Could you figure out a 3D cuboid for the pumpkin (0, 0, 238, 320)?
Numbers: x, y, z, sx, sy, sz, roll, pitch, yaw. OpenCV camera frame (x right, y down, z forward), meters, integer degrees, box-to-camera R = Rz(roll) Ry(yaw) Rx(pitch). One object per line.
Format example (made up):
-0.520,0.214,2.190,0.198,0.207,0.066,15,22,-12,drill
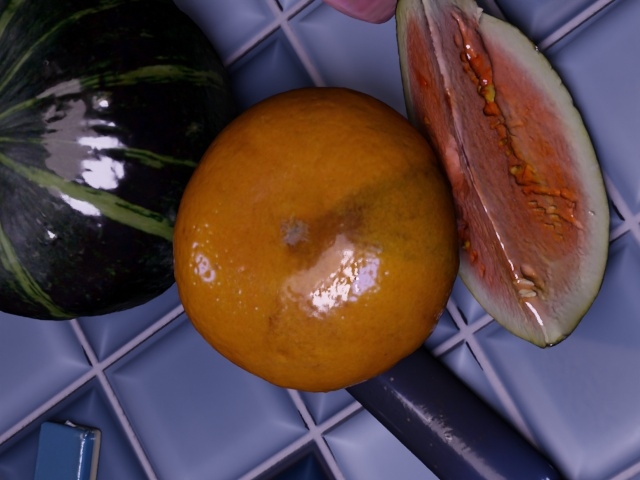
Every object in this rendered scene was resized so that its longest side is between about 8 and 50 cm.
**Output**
-0.229,-0.087,1.330,0.323,0.241,0.323,-1,86,22,pumpkin

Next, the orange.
0.000,0.000,1.200,0.240,0.171,0.240,-5,75,22,orange

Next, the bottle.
0.119,0.164,1.238,0.244,0.072,0.082,43,146,21,bottle

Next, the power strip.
-0.241,0.230,1.432,0.056,0.032,0.123,7,89,25,power strip

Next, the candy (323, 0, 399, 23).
-0.011,-0.289,1.242,0.094,0.255,0.255,-45,70,17,candy

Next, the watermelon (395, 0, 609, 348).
0.158,-0.063,1.212,0.128,0.159,0.303,-17,80,-7,watermelon
